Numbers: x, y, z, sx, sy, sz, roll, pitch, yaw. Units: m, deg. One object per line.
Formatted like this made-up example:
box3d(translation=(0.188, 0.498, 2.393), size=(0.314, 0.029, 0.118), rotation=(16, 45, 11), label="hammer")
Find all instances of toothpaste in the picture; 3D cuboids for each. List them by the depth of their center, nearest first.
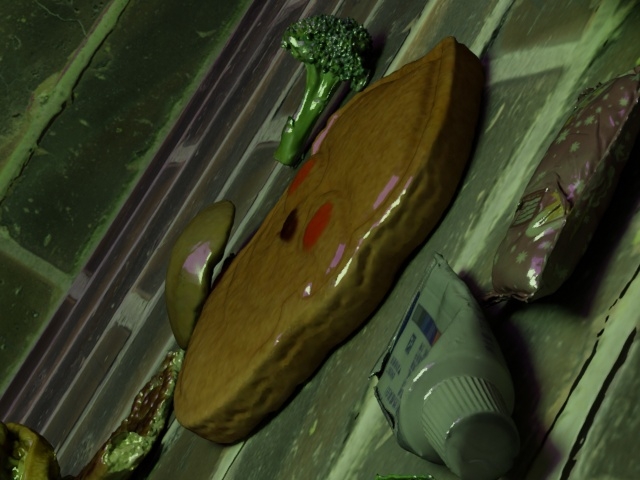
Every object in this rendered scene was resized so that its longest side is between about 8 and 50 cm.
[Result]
box3d(translation=(0.074, 0.085, 0.780), size=(0.099, 0.068, 0.282), rotation=(-35, 10, 3), label="toothpaste")

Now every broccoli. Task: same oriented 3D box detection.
box3d(translation=(-0.009, -0.186, 1.535), size=(0.118, 0.122, 0.204), rotation=(-58, -10, -78), label="broccoli")

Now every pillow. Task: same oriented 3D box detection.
box3d(translation=(0.159, -0.032, 0.779), size=(0.185, 0.043, 0.118), rotation=(-58, 7, -12), label="pillow")

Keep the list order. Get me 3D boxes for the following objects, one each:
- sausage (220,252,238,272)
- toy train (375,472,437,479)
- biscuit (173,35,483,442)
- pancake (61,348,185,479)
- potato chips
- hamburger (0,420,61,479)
box3d(translation=(-0.110, 0.068, 1.432), size=(0.028, 0.025, 0.198), rotation=(-43, 20, 25), label="sausage")
box3d(translation=(0.027, 0.183, 0.724), size=(0.081, 0.060, 0.202), rotation=(-56, 14, -24), label="toy train")
box3d(translation=(-0.001, 0.000, 1.172), size=(0.455, 0.078, 0.349), rotation=(-52, 20, 15), label="biscuit")
box3d(translation=(-0.241, 0.228, 1.445), size=(0.244, 0.057, 0.266), rotation=(-62, 16, -23), label="pancake")
box3d(translation=(-0.148, 0.032, 1.450), size=(0.208, 0.062, 0.195), rotation=(-82, 8, -53), label="potato chips")
box3d(translation=(-0.399, 0.350, 1.413), size=(0.318, 0.158, 0.318), rotation=(-168, 90, -72), label="hamburger")
